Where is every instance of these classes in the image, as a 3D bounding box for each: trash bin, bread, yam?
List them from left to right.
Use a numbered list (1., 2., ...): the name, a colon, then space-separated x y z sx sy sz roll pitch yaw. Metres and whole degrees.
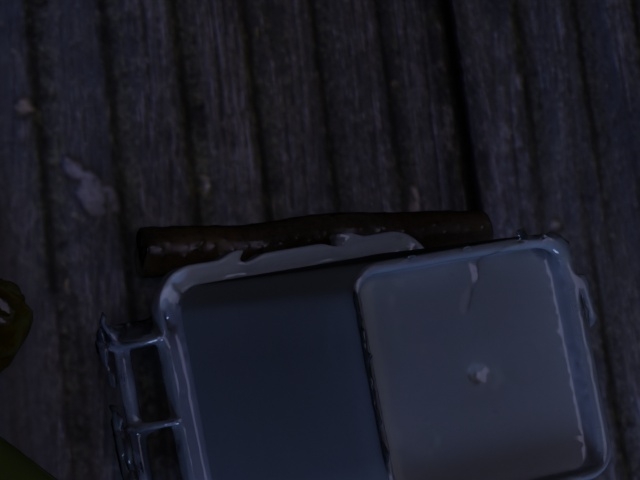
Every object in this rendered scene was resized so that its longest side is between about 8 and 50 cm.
1. bread: -0.273 0.078 1.477 0.066 0.060 0.110 27 63 19
2. yam: 0.000 0.000 1.613 0.327 0.045 0.045 -4 100 -23
3. trash bin: 0.024 0.113 1.405 0.296 0.367 0.256 -8 87 -23

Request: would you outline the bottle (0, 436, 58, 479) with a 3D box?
1. bottle: -0.270 0.198 1.415 0.260 0.112 0.112 39 66 -8
